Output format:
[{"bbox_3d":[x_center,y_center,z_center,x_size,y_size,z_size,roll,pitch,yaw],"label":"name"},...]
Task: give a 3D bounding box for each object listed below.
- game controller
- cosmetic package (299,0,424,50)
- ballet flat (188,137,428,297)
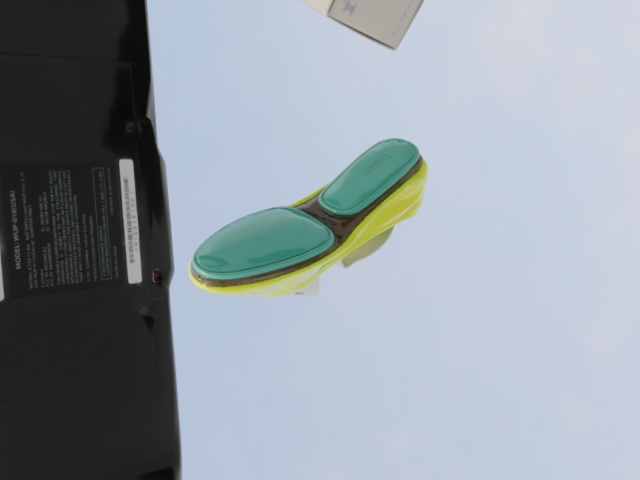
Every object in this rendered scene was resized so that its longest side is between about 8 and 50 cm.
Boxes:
[{"bbox_3d":[-0.130,-0.004,0.433,0.166,0.067,0.319,-7,-86,-57],"label":"game controller"},{"bbox_3d":[-0.003,-0.346,1.194,0.113,0.160,0.309,18,-163,-43],"label":"cosmetic package"},{"bbox_3d":[0.000,0.000,0.838,0.231,0.077,0.077,-33,-132,-30],"label":"ballet flat"}]
